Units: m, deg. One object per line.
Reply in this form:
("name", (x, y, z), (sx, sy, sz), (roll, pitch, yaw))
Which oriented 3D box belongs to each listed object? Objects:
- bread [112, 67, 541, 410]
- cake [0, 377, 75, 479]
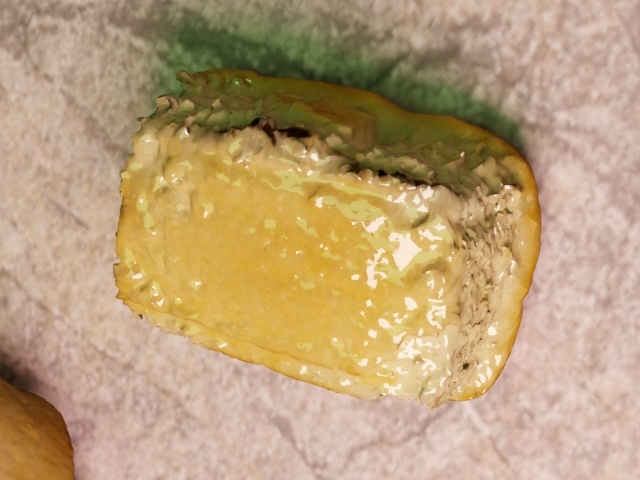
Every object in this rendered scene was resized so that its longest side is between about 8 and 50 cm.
("bread", (0.000, 0.000, 0.946), (0.245, 0.121, 0.174), (14, 116, 17))
("cake", (-0.231, 0.183, 1.081), (0.185, 0.178, 0.207), (-49, 45, 5))
